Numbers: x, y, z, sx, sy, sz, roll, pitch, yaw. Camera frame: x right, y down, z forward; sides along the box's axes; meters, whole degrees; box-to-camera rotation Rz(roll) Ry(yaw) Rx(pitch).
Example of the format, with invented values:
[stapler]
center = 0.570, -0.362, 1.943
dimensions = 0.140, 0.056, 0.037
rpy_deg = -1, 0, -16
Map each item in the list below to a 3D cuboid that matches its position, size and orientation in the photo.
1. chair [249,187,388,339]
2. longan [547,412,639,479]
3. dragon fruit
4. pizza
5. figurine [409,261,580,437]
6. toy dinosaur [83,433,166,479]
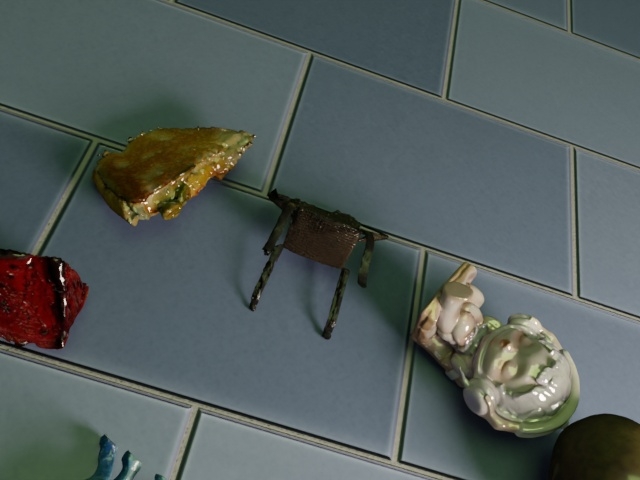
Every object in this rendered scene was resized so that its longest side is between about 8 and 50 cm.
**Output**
[chair]
center = 0.000, 0.000, 0.938
dimensions = 0.174, 0.149, 0.213
rpy_deg = 20, 49, -3
[longan]
center = 0.344, 0.297, 0.830
dimensions = 0.167, 0.167, 0.187
rpy_deg = -2, 64, -19
[dragon fruit]
center = -0.368, 0.059, 0.793
dimensions = 0.192, 0.122, 0.092
rpy_deg = 16, 69, -10
[pizza]
center = -0.207, -0.096, 0.982
dimensions = 0.147, 0.069, 0.226
rpy_deg = 25, 46, 26
[figurine]
center = 0.233, 0.149, 0.910
dimensions = 0.237, 0.141, 0.162
rpy_deg = 44, 60, 13
[toy dinosaur]
center = -0.200, 0.282, 0.721
dimensions = 0.329, 0.076, 0.144
rpy_deg = 25, 60, 2
